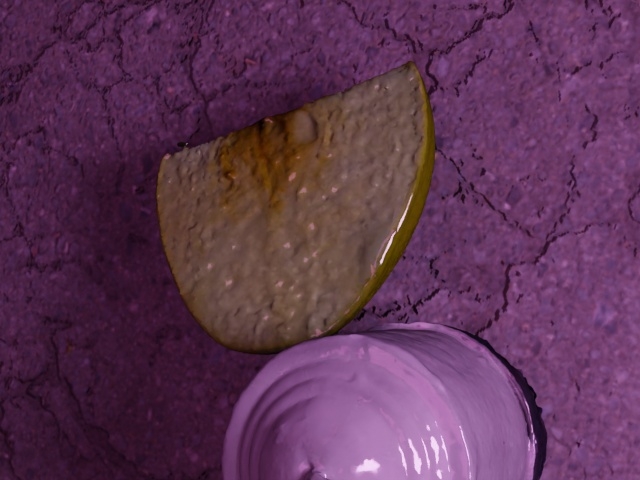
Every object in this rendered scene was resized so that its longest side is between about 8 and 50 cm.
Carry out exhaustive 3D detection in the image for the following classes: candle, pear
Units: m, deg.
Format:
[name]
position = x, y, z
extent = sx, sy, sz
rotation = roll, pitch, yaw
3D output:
[candle]
position = 0.047, 0.175, 1.189
extent = 0.221, 0.342, 0.221
rotation = -1, 87, 23
[pear]
position = -0.001, 0.003, 1.312
extent = 0.288, 0.139, 0.239
rotation = -18, 52, 26
